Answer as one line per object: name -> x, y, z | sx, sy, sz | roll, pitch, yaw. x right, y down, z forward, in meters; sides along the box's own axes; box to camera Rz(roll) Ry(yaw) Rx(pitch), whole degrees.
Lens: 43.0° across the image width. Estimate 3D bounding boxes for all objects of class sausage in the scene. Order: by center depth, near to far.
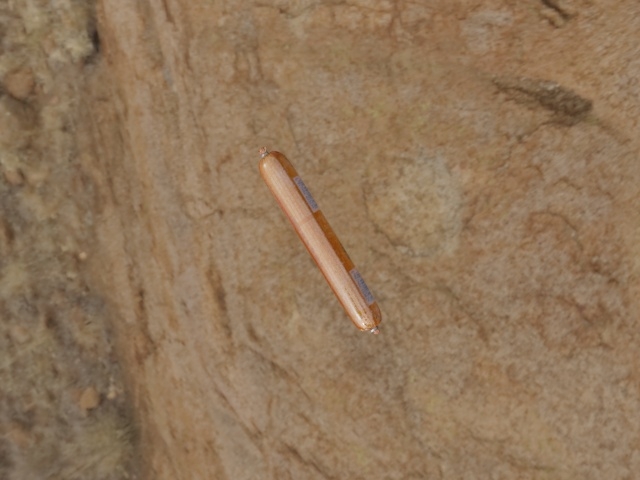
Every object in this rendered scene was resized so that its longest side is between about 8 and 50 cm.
sausage -> 0.000, 0.000, 1.290 | 0.053, 0.053, 0.347 | -30, 93, 38
